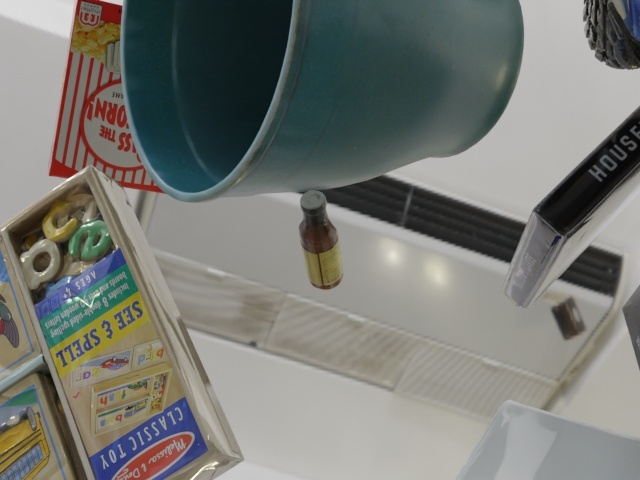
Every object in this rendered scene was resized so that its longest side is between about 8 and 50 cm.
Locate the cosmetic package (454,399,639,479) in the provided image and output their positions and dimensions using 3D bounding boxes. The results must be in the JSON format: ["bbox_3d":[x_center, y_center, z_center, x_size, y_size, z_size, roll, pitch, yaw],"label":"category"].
[{"bbox_3d":[0.277,0.377,0.638,0.394,0.327,0.329,7,-37,51],"label":"cosmetic package"}]

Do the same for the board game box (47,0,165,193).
[{"bbox_3d":[-0.208,-0.155,0.935,0.147,0.045,0.193,8,-76,-22],"label":"board game box"}]

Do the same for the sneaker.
[{"bbox_3d":[0.342,-0.307,0.828,0.147,0.329,0.129,11,-23,16],"label":"sneaker"}]

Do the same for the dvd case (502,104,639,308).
[{"bbox_3d":[0.203,-0.041,0.585,0.179,0.238,0.029,-44,-105,-5],"label":"dvd case"}]

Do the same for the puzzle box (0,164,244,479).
[{"bbox_3d":[-0.288,0.157,0.677,0.409,0.272,0.052,-33,-26,6],"label":"puzzle box"}]

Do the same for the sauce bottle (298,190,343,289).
[{"bbox_3d":[0.000,0.000,0.891,0.042,0.042,0.128,0,-40,6],"label":"sauce bottle"}]

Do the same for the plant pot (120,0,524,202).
[{"bbox_3d":[0.011,-0.162,0.687,0.255,0.271,0.271,0,-43,-36],"label":"plant pot"}]

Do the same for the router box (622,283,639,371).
[{"bbox_3d":[0.315,0.066,0.703,0.046,0.179,0.133,22,-57,-4],"label":"router box"}]
